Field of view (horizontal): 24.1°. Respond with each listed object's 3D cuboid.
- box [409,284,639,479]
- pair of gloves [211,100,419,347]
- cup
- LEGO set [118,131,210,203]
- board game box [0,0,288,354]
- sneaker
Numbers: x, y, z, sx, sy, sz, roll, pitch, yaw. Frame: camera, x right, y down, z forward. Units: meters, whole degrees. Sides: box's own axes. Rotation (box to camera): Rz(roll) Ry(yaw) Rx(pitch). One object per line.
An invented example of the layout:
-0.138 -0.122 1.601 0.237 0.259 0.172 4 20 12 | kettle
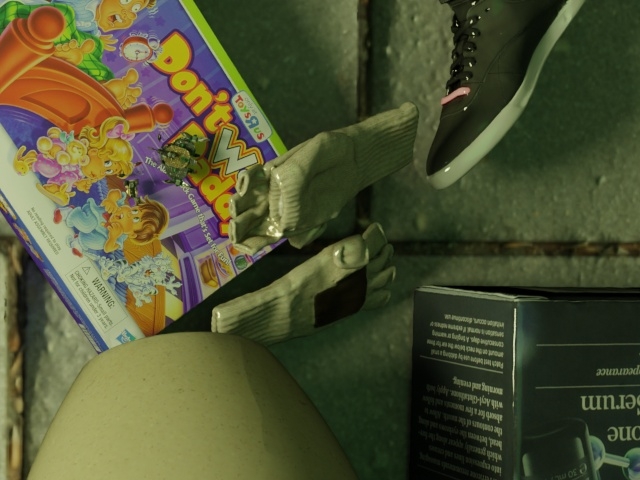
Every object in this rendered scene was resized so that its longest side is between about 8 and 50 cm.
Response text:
0.255 0.241 1.411 0.293 0.212 0.395 0 91 -22 | box
0.000 0.000 1.322 0.204 0.042 0.240 -22 138 -34 | pair of gloves
-0.109 0.214 1.239 0.331 0.331 0.237 2 64 -21 | cup
-0.132 -0.065 1.276 0.083 0.023 0.054 -15 94 -8 | LEGO set
-0.187 -0.103 1.305 0.233 0.078 0.347 -37 103 -17 | board game box
0.141 -0.196 1.424 0.147 0.104 0.295 36 72 -16 | sneaker
